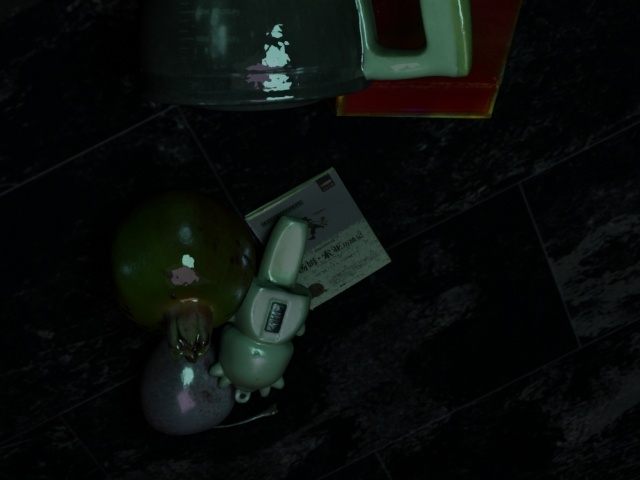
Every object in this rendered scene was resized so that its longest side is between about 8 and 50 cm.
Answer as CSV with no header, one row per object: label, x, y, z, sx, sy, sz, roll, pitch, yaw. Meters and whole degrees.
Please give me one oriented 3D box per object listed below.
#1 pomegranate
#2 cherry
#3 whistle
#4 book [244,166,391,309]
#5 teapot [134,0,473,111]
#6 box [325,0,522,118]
pomegranate,-0.160,0.046,1.523,0.180,0.210,0.180,-4,138,-3
cherry,-0.142,0.172,1.696,0.188,0.115,0.148,-13,87,-21
whistle,-0.067,0.086,1.633,0.110,0.092,0.244,12,101,-18
book,0.000,0.000,1.667,0.127,0.014,0.182,-30,129,4
teapot,-0.038,-0.249,1.304,0.239,0.321,0.239,-18,112,-47
box,0.121,-0.289,1.450,0.197,0.089,0.313,-2,124,-19
